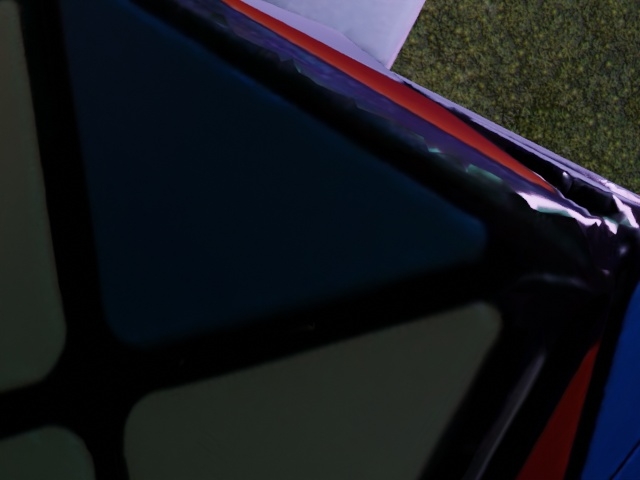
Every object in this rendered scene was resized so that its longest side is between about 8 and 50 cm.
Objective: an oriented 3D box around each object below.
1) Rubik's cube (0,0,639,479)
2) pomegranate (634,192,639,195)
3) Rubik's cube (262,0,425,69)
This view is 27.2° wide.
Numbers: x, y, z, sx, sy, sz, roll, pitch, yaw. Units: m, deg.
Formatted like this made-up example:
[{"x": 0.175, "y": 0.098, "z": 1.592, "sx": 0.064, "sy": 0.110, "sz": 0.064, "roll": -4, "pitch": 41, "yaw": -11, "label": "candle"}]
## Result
[{"x": -0.013, "y": 0.051, "z": 0.509, "sx": 0.250, "sy": 0.246, "sz": 0.248, "roll": 32, "pitch": 10, "yaw": 27, "label": "Rubik's cube"}, {"x": 0.279, "y": 0.095, "z": 1.065, "sx": 0.307, "sy": 0.307, "sz": 0.307, "roll": 27, "pitch": 9, "yaw": -5, "label": "pomegranate"}, {"x": -0.150, "y": -0.118, "z": 0.805, "sx": 0.315, "sy": 0.322, "sz": 0.319, "roll": 25, "pitch": 11, "yaw": -11, "label": "Rubik's cube"}]
